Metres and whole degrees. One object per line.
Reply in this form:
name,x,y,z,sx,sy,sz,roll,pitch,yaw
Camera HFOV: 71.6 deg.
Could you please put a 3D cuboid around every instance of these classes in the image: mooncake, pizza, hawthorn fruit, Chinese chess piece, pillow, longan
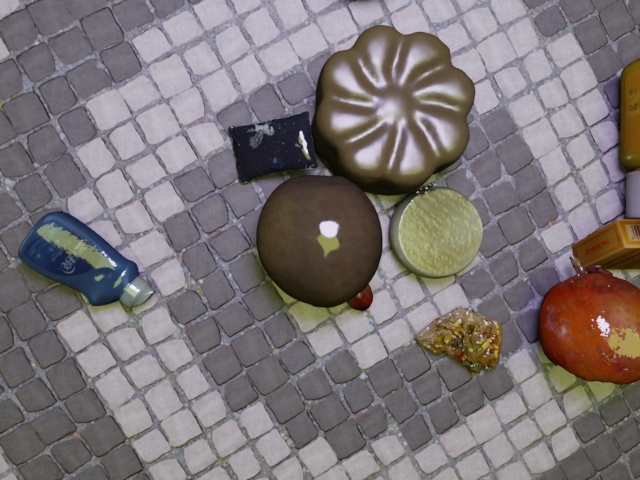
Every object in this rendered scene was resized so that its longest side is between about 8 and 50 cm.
mooncake,0.160,-0.290,1.019,0.377,0.201,0.379,0,91,-5
pizza,0.365,0.246,1.127,0.226,0.069,0.147,26,92,-6
hawthorn fruit,0.657,0.181,1.070,0.275,0.276,0.308,-12,79,-5
Chinese chess piece,0.282,-0.024,1.095,0.237,0.092,0.238,0,93,-5
pillow,-0.114,-0.220,1.043,0.208,0.055,0.142,-9,94,19
hawthorn fruit,0.096,0.137,1.094,0.077,0.077,0.077,0,92,-6
longan,-0.002,0.003,0.982,0.296,0.297,0.298,0,92,-6

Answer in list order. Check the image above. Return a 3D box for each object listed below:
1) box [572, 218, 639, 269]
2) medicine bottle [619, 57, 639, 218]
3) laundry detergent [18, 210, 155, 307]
box,0.811,0.014,1.102,0.273,0.174,0.076,0,70,-5
medicine bottle,0.856,-0.246,1.075,0.224,0.224,0.385,0,92,-6
laundry detergent,-0.523,0.063,1.018,0.289,0.094,0.143,35,85,-6
